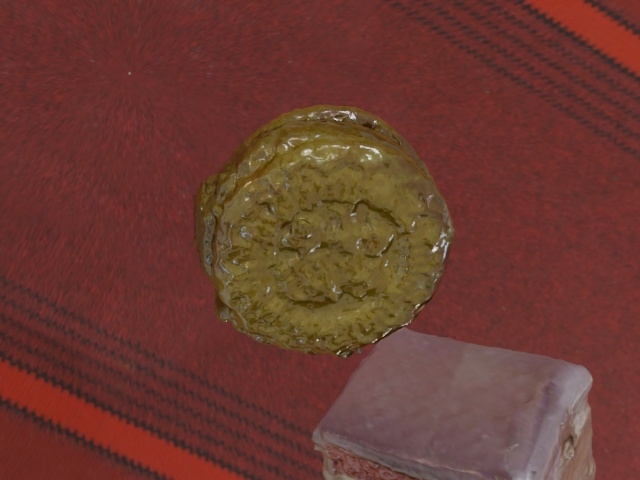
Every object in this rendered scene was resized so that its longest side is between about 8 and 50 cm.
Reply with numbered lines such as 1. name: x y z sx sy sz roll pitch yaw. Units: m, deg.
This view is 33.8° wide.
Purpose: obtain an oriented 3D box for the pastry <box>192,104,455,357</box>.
1. pastry: 0.000 0.000 0.958 0.240 0.132 0.235 29 105 -19

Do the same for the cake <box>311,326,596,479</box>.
1. cake: 0.175 0.270 1.336 0.230 0.309 0.237 -46 135 -40
